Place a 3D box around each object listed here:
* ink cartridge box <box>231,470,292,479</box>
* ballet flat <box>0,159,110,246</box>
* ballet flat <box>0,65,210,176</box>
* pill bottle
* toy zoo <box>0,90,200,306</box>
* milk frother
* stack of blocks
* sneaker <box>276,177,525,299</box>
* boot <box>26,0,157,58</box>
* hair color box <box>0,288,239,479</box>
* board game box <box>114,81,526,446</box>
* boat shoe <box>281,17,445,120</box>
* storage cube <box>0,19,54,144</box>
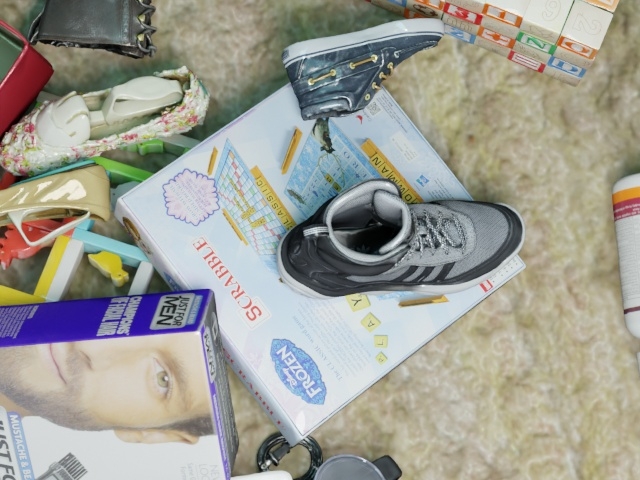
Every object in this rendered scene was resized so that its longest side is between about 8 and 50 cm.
[{"bbox_3d":[-0.191,0.356,1.768,0.353,0.119,0.207,-7,84,0],"label":"ink cartridge box"},{"bbox_3d":[-0.331,-0.025,1.767,0.232,0.080,0.073,-15,83,-9],"label":"ballet flat"},{"bbox_3d":[-0.236,-0.139,1.822,0.241,0.077,0.091,-19,66,-13],"label":"ballet flat"},{"bbox_3d":[0.381,0.039,1.803,0.121,0.121,0.221,-5,83,0],"label":"pill bottle"},{"bbox_3d":[-0.265,-0.007,1.820,0.192,0.030,0.293,18,66,3],"label":"toy zoo"},{"bbox_3d":[-0.003,0.255,1.771,0.143,0.135,0.129,37,53,2],"label":"milk frother"},{"bbox_3d":[0.167,-0.278,1.823,0.297,0.171,0.087,22,83,4],"label":"stack of blocks"},{"bbox_3d":[0.096,-0.004,1.708,0.268,0.153,0.101,-8,76,-13],"label":"sneaker"},{"bbox_3d":[-0.195,-0.315,1.879,0.263,0.091,0.229,-1,83,11],"label":"boot"},{"bbox_3d":[-0.265,0.164,1.713,0.339,0.110,0.185,-6,112,6],"label":"hair color box"},{"bbox_3d":[0.000,0.000,1.805,0.318,0.066,0.318,-35,83,-18],"label":"board game box"},{"bbox_3d":[0.053,-0.182,1.807,0.183,0.065,0.083,-14,85,-13],"label":"boat shoe"},{"bbox_3d":[-0.414,-0.172,1.773,0.184,0.193,0.215,35,87,1],"label":"storage cube"}]
